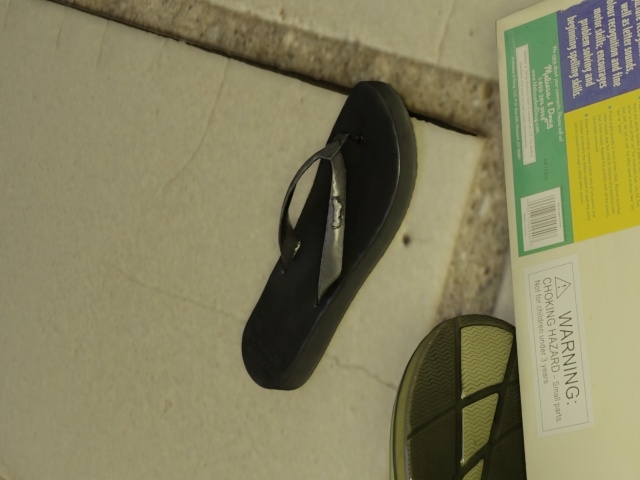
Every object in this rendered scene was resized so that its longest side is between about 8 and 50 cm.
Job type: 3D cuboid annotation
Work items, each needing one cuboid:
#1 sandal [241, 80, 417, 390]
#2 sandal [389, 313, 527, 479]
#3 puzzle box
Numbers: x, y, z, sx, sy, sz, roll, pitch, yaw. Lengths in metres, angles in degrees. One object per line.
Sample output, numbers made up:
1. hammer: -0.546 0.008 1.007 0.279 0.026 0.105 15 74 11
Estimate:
1. sandal: 0.000 0.001 1.217 0.097 0.054 0.254 39 111 48
2. sandal: 0.077 0.194 0.984 0.086 0.120 0.303 -11 73 60
3. puzzle box: 0.232 0.022 0.907 0.272 0.052 0.409 -17 67 41
